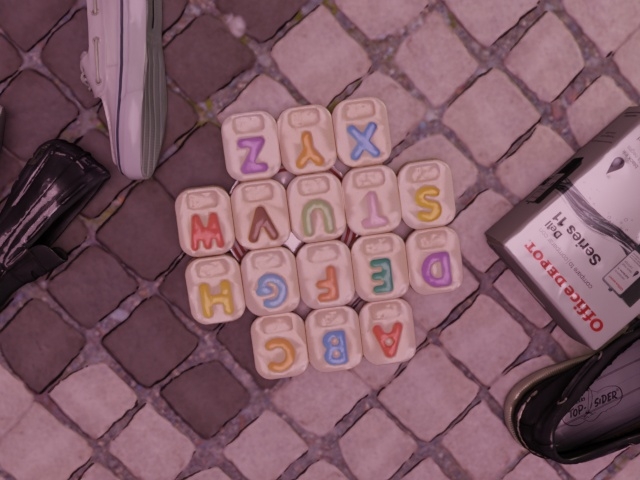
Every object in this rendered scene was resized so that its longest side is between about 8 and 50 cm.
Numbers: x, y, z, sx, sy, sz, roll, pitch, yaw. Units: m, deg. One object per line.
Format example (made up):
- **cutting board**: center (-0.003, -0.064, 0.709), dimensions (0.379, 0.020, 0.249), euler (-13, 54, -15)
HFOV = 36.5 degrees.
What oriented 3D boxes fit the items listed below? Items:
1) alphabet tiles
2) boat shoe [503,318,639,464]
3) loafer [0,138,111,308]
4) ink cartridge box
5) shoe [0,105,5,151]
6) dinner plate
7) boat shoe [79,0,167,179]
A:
- **alphabet tiles**: center (0.000, 0.000, 0.988), dimensions (0.284, 0.021, 0.277), euler (-7, 98, -3)
- **boat shoe**: center (0.357, 0.133, 0.992), dimensions (0.340, 0.113, 0.127), euler (-21, 97, 0)
- **loafer**: center (-0.290, 0.006, 0.961), dimensions (0.078, 0.076, 0.223), euler (32, 90, 2)
- **ink cartridge box**: center (0.296, -0.013, 0.985), dimensions (0.208, 0.087, 0.153), euler (-42, 96, 3)
- **shoe**: center (-0.370, -0.058, 0.955), dimensions (0.081, 0.063, 0.177), euler (17, 100, -10)
- **dinner plate**: center (-0.029, -0.021, 1.002), dimensions (0.141, 0.017, 0.141), euler (0, 97, -2)
- **boat shoe**: center (-0.197, -0.171, 0.953), dimensions (0.076, 0.083, 0.226), euler (1, 85, 9)
